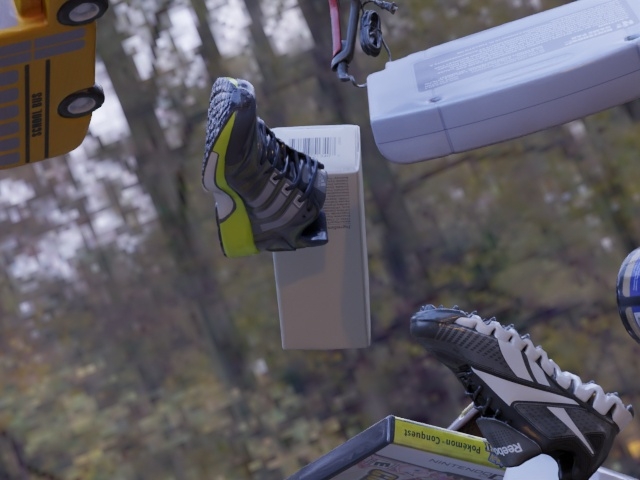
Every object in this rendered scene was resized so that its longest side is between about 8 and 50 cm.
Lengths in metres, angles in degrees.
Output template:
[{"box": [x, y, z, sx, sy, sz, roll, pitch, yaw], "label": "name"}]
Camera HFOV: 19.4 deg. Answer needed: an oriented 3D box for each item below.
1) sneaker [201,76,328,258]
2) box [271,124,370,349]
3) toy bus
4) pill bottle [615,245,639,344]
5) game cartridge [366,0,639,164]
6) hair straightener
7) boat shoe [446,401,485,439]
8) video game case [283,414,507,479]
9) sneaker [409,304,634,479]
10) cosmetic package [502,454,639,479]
[{"box": [-0.055, -0.077, 1.978, 0.121, 0.111, 0.300, 1, -26, 6], "label": "sneaker"}, {"box": [0.000, 0.000, 2.207, 0.113, 0.094, 0.275, -1, -50, 2], "label": "box"}, {"box": [-0.282, -0.196, 1.795, 0.130, 0.108, 0.333, -15, -22, -14], "label": "toy bus"}, {"box": [0.433, 0.054, 2.009, 0.122, 0.123, 0.219, -14, 4, -36], "label": "pill bottle"}, {"box": [0.186, -0.148, 1.640, 0.294, 0.060, 0.196, -17, 16, 7], "label": "game cartridge"}, {"box": [0.053, -0.290, 2.369, 0.089, 0.230, 0.047, -6, -32, 8], "label": "hair straightener"}, {"box": [0.187, 0.318, 2.541, 0.324, 0.116, 0.096, -54, -16, 21], "label": "boat shoe"}, {"box": [0.122, 0.275, 2.103, 0.248, 0.035, 0.275, 15, -28, -22], "label": "video game case"}, {"box": [0.172, 0.145, 1.677, 0.078, 0.234, 0.106, -20, 42, 64], "label": "sneaker"}, {"box": [0.239, 0.400, 1.808, 0.197, 0.366, 0.155, 25, -8, -42], "label": "cosmetic package"}]
